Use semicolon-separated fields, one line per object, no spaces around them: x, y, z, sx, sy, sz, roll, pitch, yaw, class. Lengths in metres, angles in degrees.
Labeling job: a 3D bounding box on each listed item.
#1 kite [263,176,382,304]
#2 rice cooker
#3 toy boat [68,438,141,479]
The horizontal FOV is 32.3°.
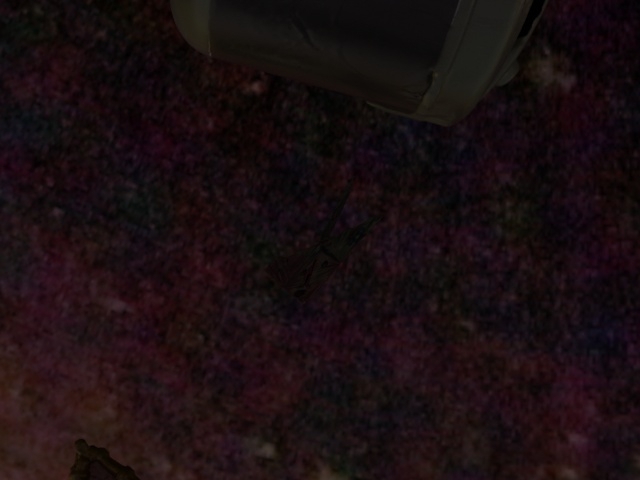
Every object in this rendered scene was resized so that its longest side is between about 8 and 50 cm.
0.000;0.000;0.958;0.137;0.153;0.005;-24;121;34;kite
0.046;-0.243;0.810;0.276;0.288;0.288;14;140;-2;rice cooker
-0.240;0.379;1.345;0.141;0.318;0.099;-26;133;-12;toy boat
